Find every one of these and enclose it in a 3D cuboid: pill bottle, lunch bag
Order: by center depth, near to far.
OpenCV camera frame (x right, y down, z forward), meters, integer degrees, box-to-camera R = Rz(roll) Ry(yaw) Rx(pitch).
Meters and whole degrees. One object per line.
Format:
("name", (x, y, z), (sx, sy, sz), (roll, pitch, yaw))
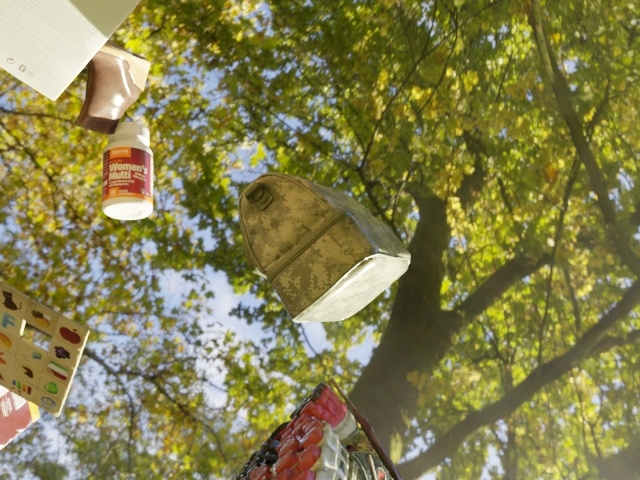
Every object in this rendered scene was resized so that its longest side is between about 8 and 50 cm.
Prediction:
("lunch bag", (0.000, 0.000, 1.232), (0.213, 0.305, 0.256), (-40, -108, 15))
("pill bottle", (-0.476, -0.172, 1.625), (0.121, 0.221, 0.121), (-4, -18, -1))

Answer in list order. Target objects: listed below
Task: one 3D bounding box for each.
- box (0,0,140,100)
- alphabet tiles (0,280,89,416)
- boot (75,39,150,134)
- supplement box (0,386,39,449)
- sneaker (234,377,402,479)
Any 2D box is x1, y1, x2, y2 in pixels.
("box", (-0.402, -0.442, 1.085), (0.345, 0.215, 0.168), (-40, -52, 19))
("alphabet tiles", (-0.417, 0.115, 0.834), (0.237, 0.009, 0.198), (31, -52, -2))
("boot", (-0.494, -0.342, 1.473), (0.090, 0.248, 0.206), (35, -80, 18))
("supplement box", (-0.692, 0.322, 1.301), (0.129, 0.194, 0.191), (12, -61, 21))
("sneaker", (0.005, 0.167, 0.384), (0.112, 0.299, 0.121), (42, -83, 6))
